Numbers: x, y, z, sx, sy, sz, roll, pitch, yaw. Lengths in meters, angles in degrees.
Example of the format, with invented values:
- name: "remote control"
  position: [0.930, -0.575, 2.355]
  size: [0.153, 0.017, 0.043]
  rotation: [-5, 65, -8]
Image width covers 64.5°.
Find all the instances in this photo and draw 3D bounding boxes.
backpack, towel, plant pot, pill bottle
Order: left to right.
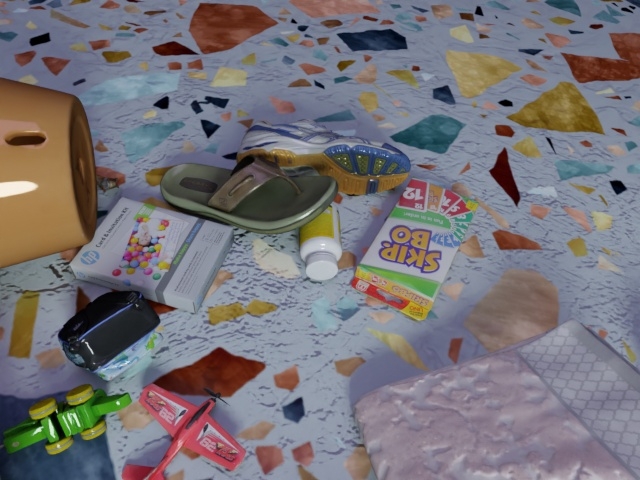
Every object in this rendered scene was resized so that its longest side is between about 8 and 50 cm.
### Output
- name: "plant pot"
  position: [-0.414, -0.089, 0.656]
  size: [0.204, 0.290, 0.290]
  rotation: [-5, 51, -15]
- name: "backpack"
  position: [-0.261, 0.116, 0.624]
  size: [0.114, 0.084, 0.105]
  rotation: [-1, 31, 49]
- name: "pill bottle"
  position: [0.000, 0.000, 0.773]
  size: [0.065, 0.065, 0.116]
  rotation: [2, 50, -6]
- name: "towel"
  position: [0.222, 0.227, 0.502]
  size: [0.317, 0.053, 0.331]
  rotation: [-20, 28, -4]

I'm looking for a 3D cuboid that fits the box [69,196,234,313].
- name: "box"
  position: [-0.241, 0.017, 0.748]
  size: [0.187, 0.038, 0.145]
  rotation: [15, 50, 7]

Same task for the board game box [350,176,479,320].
- name: "board game box"
  position: [0.156, 0.003, 0.813]
  size: [0.124, 0.039, 0.259]
  rotation: [25, 54, 14]

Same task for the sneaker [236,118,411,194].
- name: "sneaker"
  position: [0.008, -0.162, 0.880]
  size: [0.297, 0.111, 0.130]
  rotation: [5, 50, -4]

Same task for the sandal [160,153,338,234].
- name: "sandal"
  position: [-0.124, -0.084, 0.781]
  size: [0.303, 0.086, 0.120]
  rotation: [8, 47, 17]

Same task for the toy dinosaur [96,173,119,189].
- name: "toy dinosaur"
  position: [-0.429, -0.132, 0.846]
  size: [0.212, 0.064, 0.112]
  rotation: [40, 39, 13]

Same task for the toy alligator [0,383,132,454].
- name: "toy alligator"
  position: [-0.311, 0.208, 0.576]
  size: [0.190, 0.056, 0.051]
  rotation: [-20, 11, -14]

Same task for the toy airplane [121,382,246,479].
- name: "toy airplane"
  position: [-0.162, 0.236, 0.580]
  size: [0.151, 0.028, 0.151]
  rotation: [3, 50, -3]
